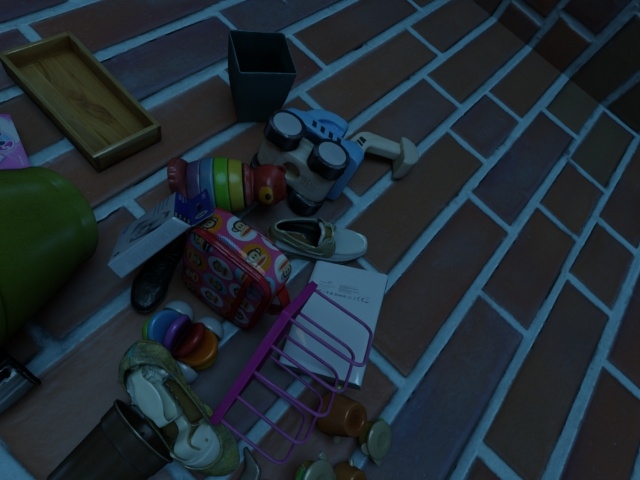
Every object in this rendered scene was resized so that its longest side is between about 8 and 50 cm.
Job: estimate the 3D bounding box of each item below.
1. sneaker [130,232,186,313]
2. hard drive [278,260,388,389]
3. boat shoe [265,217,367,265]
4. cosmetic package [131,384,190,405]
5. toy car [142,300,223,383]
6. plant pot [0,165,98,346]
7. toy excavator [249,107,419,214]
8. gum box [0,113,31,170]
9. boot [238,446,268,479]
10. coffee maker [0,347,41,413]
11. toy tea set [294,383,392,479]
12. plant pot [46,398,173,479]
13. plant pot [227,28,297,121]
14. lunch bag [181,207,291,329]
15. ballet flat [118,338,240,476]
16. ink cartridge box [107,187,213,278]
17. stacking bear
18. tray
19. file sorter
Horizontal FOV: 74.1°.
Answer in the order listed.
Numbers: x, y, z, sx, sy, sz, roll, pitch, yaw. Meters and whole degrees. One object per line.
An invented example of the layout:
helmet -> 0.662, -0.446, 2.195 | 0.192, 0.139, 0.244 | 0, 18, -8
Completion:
sneaker -> -0.386, 0.056, 1.010 | 0.087, 0.130, 0.227 | 24, 61, -3
hard drive -> 0.041, 0.201, 1.079 | 0.203, 0.040, 0.307 | 11, 54, 14
boat shoe -> 0.000, 0.000, 1.180 | 0.302, 0.103, 0.113 | 2, 63, -18
cosmetic package -> -0.344, 0.337, 0.919 | 0.115, 0.060, 0.041 | 5, 64, -14
toy car -> -0.311, 0.219, 0.945 | 0.182, 0.136, 0.159 | 29, 59, -2
plant pot -> -0.645, 0.019, 0.805 | 0.366, 0.366, 0.353 | 33, 30, 0
toy excavator -> 0.067, -0.276, 1.301 | 0.433, 0.222, 0.445 | 35, 50, 0
gum box -> -0.801, -0.229, 1.036 | 0.107, 0.062, 0.188 | -14, 67, -47
boot -> -0.161, 0.517, 0.901 | 0.087, 0.042, 0.118 | -31, 70, -21
coffee maker -> -0.675, 0.294, 0.813 | 0.171, 0.120, 0.178 | 24, 54, 23
toy tea set -> 0.016, 0.502, 0.947 | 0.336, 0.124, 0.200 | -48, 115, -34
plant pot -> -0.401, 0.425, 0.806 | 0.167, 0.167, 0.165 | 44, 68, 7
plant pot -> -0.192, -0.476, 1.284 | 0.165, 0.234, 0.166 | -8, 66, -21
lunch bag -> -0.184, 0.085, 0.968 | 0.258, 0.293, 0.120 | 37, 55, 3
ballet flat -> -0.282, 0.356, 0.840 | 0.123, 0.123, 0.348 | -36, 100, -30
ink cartridge box -> -0.343, -0.039, 0.920 | 0.224, 0.223, 0.045 | -36, 116, -4
stacking bear -> -0.232, -0.142, 1.116 | 0.289, 0.175, 0.164 | -3, 31, -7
tray -> -0.662, -0.394, 1.181 | 0.411, 0.076, 0.203 | 46, 59, 7
file sorter -> -0.047, 0.272, 0.877 | 0.182, 0.290, 0.202 | 35, 16, 5
